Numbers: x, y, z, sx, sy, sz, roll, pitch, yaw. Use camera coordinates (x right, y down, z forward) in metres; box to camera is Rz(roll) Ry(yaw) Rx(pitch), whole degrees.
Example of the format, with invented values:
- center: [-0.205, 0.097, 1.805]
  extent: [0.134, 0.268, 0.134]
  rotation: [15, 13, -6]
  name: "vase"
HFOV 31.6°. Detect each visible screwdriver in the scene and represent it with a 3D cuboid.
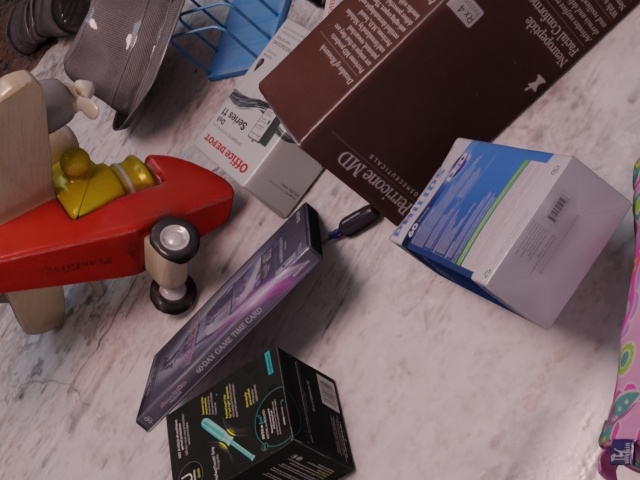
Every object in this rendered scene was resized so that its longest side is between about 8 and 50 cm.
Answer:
- center: [0.000, 0.000, 1.321]
  extent: [0.170, 0.024, 0.025]
  rotation: [-26, 78, 30]
  name: "screwdriver"

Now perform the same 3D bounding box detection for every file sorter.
- center: [-0.124, -0.330, 1.593]
  extent: [0.118, 0.104, 0.170]
  rotation: [-4, 61, 42]
  name: "file sorter"

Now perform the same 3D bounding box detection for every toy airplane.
- center: [-0.352, -0.032, 1.395]
  extent: [0.386, 0.384, 0.272]
  rotation: [-33, 55, 24]
  name: "toy airplane"

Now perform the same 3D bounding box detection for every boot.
- center: [-0.440, -0.495, 1.994]
  extent: [0.222, 0.118, 0.338]
  rotation: [-2, 58, 48]
  name: "boot"

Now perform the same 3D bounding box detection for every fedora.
- center: [-0.290, -0.286, 1.621]
  extent: [0.275, 0.124, 0.244]
  rotation: [-174, 105, -76]
  name: "fedora"

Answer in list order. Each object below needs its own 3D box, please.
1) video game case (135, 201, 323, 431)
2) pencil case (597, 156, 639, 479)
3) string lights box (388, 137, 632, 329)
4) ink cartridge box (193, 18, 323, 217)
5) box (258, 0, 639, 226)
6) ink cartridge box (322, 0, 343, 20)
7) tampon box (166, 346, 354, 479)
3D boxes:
- center: [-0.102, 0.081, 1.290]
  extent: [0.274, 0.026, 0.196]
  rotation: [-44, 13, 10]
  name: "video game case"
- center: [0.299, 0.062, 0.930]
  extent: [0.124, 0.124, 0.284]
  rotation: [-5, 63, 41]
  name: "pencil case"
- center: [0.166, -0.017, 1.062]
  extent: [0.133, 0.076, 0.259]
  rotation: [-56, 17, -1]
  name: "string lights box"
- center: [-0.043, -0.154, 1.413]
  extent: [0.208, 0.087, 0.153]
  rotation: [-54, 41, 2]
  name: "ink cartridge box"
- center: [0.141, -0.218, 1.210]
  extent: [0.381, 0.191, 0.143]
  rotation: [-43, 42, 13]
  name: "box"
- center: [0.075, -0.295, 1.396]
  extent: [0.143, 0.090, 0.092]
  rotation: [-12, 56, 39]
  name: "ink cartridge box"
- center: [-0.066, 0.211, 1.179]
  extent: [0.161, 0.101, 0.120]
  rotation: [-34, 45, 22]
  name: "tampon box"
